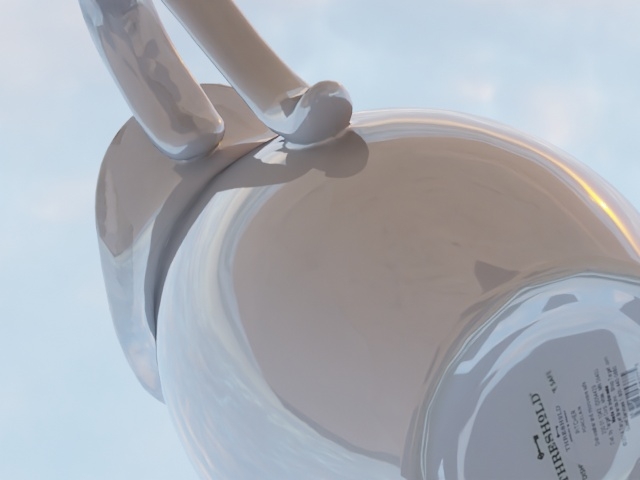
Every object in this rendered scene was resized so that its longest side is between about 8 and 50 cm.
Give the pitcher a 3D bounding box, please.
[{"bbox_3d":[0.000,0.000,0.459,0.125,0.177,0.207,-31,-155,-17],"label":"pitcher"}]
